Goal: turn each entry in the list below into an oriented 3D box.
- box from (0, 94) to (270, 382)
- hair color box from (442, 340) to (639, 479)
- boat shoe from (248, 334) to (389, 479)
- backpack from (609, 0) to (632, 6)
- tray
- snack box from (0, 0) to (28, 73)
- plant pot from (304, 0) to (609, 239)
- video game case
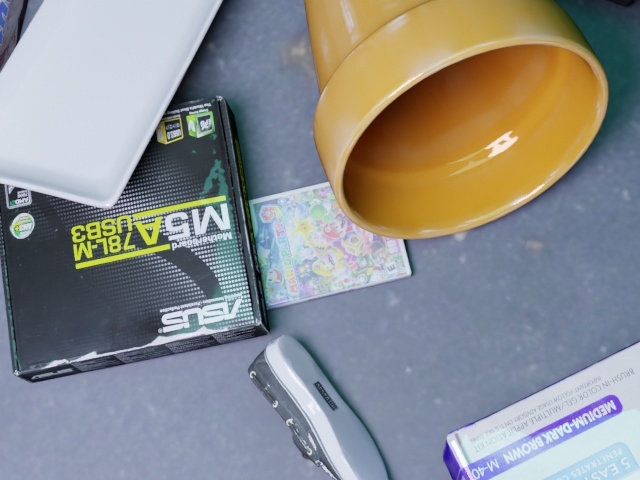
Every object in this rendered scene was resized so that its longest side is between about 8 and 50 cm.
[{"bbox_3d":[-0.145,-0.001,1.084,0.190,0.045,0.184,-11,71,5],"label":"box"},{"bbox_3d":[0.237,0.246,0.955,0.185,0.110,0.339,-26,75,-5],"label":"hair color box"},{"bbox_3d":[-0.001,0.135,1.041,0.040,0.049,0.142,-41,74,27],"label":"boat shoe"},{"bbox_3d":[0.322,-0.374,1.079,0.290,0.273,0.355,15,63,15],"label":"backpack"},{"bbox_3d":[-0.160,-0.140,1.105,0.145,0.030,0.270,13,61,21],"label":"tray"},{"bbox_3d":[-0.256,-0.165,1.134,0.022,0.064,0.178,7,74,8],"label":"snack box"},{"bbox_3d":[0.076,-0.136,1.046,0.205,0.205,0.188,-22,57,-2],"label":"plant pot"},{"bbox_3d":[0.000,0.000,1.094,0.122,0.011,0.087,-13,73,0],"label":"video game case"}]
